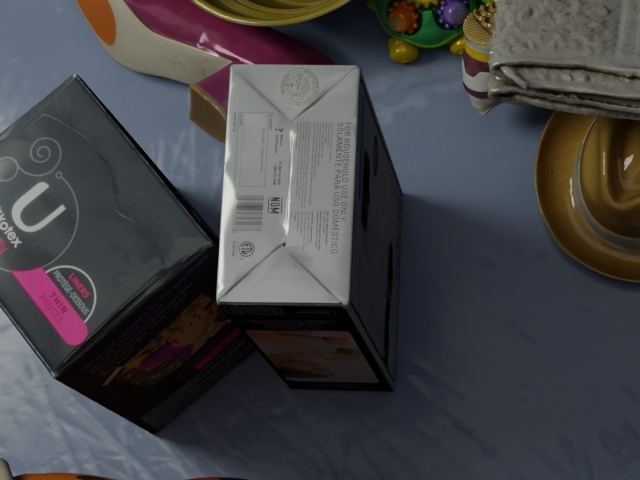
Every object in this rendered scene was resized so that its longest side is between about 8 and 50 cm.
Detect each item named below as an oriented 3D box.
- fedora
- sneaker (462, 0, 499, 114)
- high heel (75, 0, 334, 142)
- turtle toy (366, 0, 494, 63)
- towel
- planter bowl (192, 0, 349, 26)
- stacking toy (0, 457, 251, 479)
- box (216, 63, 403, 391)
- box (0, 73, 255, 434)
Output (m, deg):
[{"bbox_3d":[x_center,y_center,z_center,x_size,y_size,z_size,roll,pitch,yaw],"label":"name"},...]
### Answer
[{"bbox_3d":[0.253,-0.064,1.354,0.194,0.079,0.194,-2,76,10],"label":"fedora"},{"bbox_3d":[0.190,-0.159,1.403,0.185,0.084,0.069,-19,43,-19],"label":"sneaker"},{"bbox_3d":[-0.104,-0.181,1.461,0.117,0.082,0.244,-31,56,-29],"label":"high heel"},{"bbox_3d":[0.100,-0.198,1.421,0.130,0.066,0.095,-6,75,8],"label":"turtle toy"},{"bbox_3d":[0.225,-0.198,1.343,0.187,0.049,0.282,7,48,3],"label":"towel"},{"bbox_3d":[-0.017,-0.254,1.439,0.217,0.090,0.217,-5,71,14],"label":"planter bowl"},{"bbox_3d":[0.001,0.280,1.239,0.480,0.350,0.350,-11,73,-13],"label":"stacking toy"},{"bbox_3d":[0.000,0.000,1.271,0.087,0.290,0.169,1,74,8],"label":"box"},{"bbox_3d":[-0.148,0.021,1.300,0.143,0.270,0.165,-40,72,-2],"label":"box"}]
